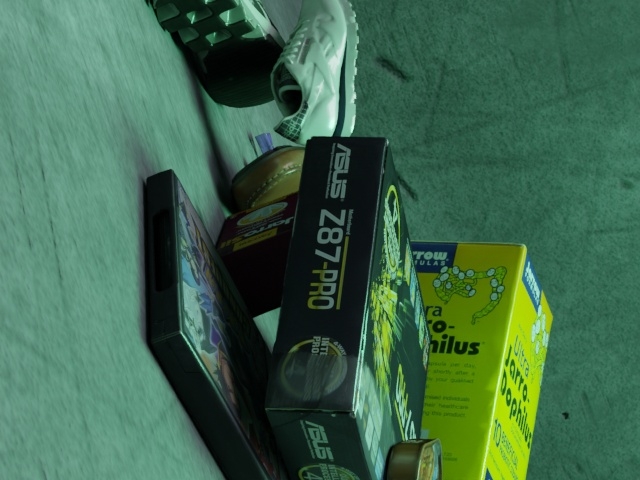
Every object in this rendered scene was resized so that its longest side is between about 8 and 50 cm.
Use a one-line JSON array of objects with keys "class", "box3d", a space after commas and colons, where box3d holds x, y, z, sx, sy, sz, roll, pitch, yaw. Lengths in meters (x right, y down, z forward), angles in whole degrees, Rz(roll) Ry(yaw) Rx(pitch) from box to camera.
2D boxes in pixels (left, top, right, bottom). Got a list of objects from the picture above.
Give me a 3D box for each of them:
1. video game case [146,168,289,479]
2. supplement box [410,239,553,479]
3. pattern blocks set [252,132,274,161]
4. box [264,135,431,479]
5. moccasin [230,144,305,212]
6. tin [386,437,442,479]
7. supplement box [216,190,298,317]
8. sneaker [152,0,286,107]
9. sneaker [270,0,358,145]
[{"class": "video game case", "box3d": [-0.095, 0.107, 1.495, 0.248, 0.035, 0.275, -99, 168, -53]}, {"class": "supplement box", "box3d": [0.156, 0.199, 1.975, 0.194, 0.195, 0.356, 60, 38, -53]}, {"class": "pattern blocks set", "box3d": [-0.031, -0.003, 2.278, 0.285, 0.026, 0.325, -88, 157, -70]}, {"class": "box", "box3d": [0.037, 0.134, 1.627, 0.395, 0.097, 0.318, 75, 21, -53]}, {"class": "moccasin", "box3d": [-0.003, 0.002, 2.009, 0.147, 0.139, 0.380, 58, -1, 31]}, {"class": "tin", "box3d": [0.096, 0.257, 1.605, 0.189, 0.040, 0.106, 21, 68, -77]}, {"class": "supplement box", "box3d": [-0.053, 0.014, 1.774, 0.188, 0.104, 0.081, -82, 151, -75]}, {"class": "sneaker", "box3d": [-0.122, -0.289, 1.993, 0.330, 0.122, 0.146, 58, 16, -61]}, {"class": "sneaker", "box3d": [-0.012, -0.222, 1.954, 0.090, 0.095, 0.235, 131, -37, -51]}]
